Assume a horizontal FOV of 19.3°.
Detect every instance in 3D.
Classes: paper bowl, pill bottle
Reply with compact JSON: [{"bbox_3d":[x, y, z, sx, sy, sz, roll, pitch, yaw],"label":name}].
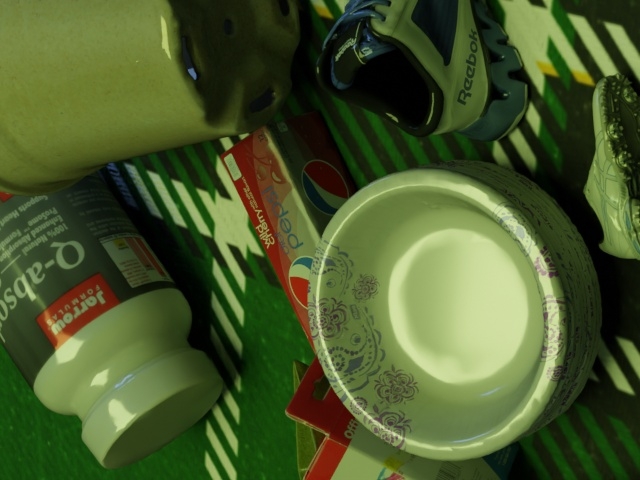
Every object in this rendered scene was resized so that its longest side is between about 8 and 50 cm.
[{"bbox_3d":[0.141,0.062,1.835,0.284,0.148,0.284,7,102,34],"label":"paper bowl"},{"bbox_3d":[-0.281,0.072,2.209,0.363,0.210,0.210,53,131,18],"label":"pill bottle"}]

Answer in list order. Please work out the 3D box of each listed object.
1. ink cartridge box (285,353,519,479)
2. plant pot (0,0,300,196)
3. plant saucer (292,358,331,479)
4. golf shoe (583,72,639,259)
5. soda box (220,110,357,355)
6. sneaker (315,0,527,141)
[{"bbox_3d":[0.073,0.216,1.911,0.231,0.134,0.078,28,125,3],"label":"ink cartridge box"},{"bbox_3d":[-0.203,-0.218,1.991,0.305,0.334,0.334,-1,101,35],"label":"plant pot"},{"bbox_3d":[0.010,0.252,2.034,0.188,0.045,0.188,-106,11,-47],"label":"plant saucer"},{"bbox_3d":[0.270,-0.065,1.752,0.086,0.069,0.176,-7,96,50],"label":"golf shoe"},{"bbox_3d":[0.000,0.000,2.003,0.083,0.092,0.263,-31,81,42],"label":"soda box"},{"bbox_3d":[0.069,-0.231,1.808,0.127,0.182,0.316,-31,81,42],"label":"sneaker"}]
